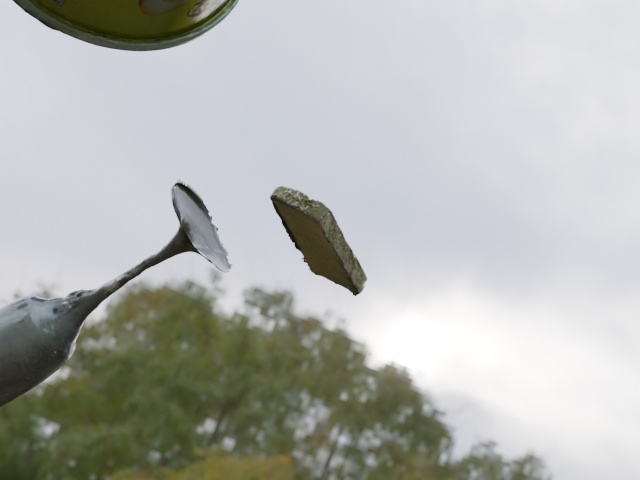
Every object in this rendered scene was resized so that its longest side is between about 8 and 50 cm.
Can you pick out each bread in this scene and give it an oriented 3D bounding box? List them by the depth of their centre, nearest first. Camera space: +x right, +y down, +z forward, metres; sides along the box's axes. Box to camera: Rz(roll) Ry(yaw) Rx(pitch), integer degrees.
[{"bbox_3d":[0.000,0.000,1.634,0.068,0.028,0.154,28,-18,32],"label":"bread"}]

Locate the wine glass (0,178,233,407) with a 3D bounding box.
[{"bbox_3d":[-0.187,0.058,1.129,0.262,0.074,0.074,-32,-45,11],"label":"wine glass"}]

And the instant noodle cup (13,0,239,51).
[{"bbox_3d":[-0.154,-0.355,1.490,0.311,0.311,0.221,29,-31,-15],"label":"instant noodle cup"}]
